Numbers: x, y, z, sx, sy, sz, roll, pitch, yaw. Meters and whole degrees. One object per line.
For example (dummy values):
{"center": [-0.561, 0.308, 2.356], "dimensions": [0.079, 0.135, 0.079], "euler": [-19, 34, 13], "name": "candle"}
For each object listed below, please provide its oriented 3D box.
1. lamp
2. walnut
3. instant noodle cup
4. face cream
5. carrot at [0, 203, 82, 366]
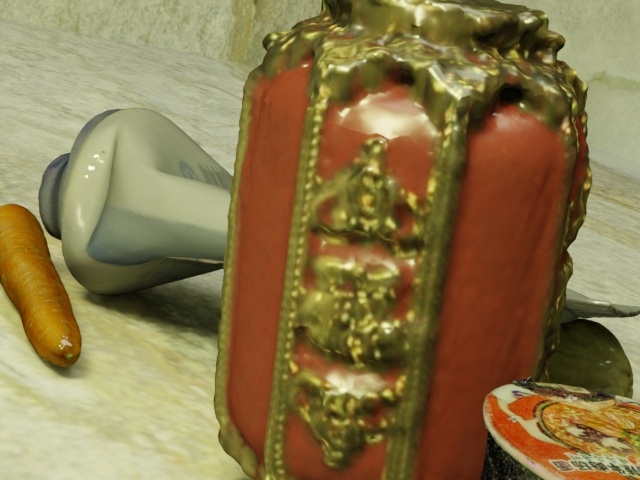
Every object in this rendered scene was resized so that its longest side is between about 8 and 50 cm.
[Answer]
{"center": [0.037, 0.014, 0.593], "dimensions": [0.177, 0.274, 0.177], "euler": [5, 17, -2], "name": "lamp"}
{"center": [0.176, 0.093, 0.851], "dimensions": [0.092, 0.092, 0.092], "euler": [14, 13, -3], "name": "walnut"}
{"center": [0.100, 0.138, 0.447], "dimensions": [0.127, 0.136, 0.127], "euler": [15, 13, -3], "name": "instant noodle cup"}
{"center": [0.000, 0.000, 0.827], "dimensions": [0.420, 0.137, 0.235], "euler": [11, -2, 20], "name": "face cream"}
{"center": [-0.192, 0.026, 0.808], "dimensions": [0.043, 0.043, 0.248], "euler": [9, 15, -25], "name": "carrot"}
